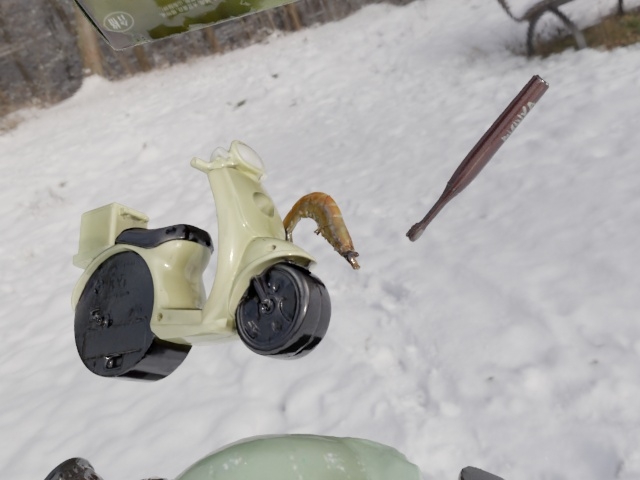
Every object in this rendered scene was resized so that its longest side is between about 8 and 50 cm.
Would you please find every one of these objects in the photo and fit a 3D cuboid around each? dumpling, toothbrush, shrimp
[{"bbox_3d":[-0.043,0.347,0.803,0.320,0.270,0.212,-47,-14,27],"label":"dumpling"},{"bbox_3d":[0.273,-0.138,1.260,0.364,0.041,0.041,-52,6,15],"label":"toothbrush"},{"bbox_3d":[0.000,0.000,0.857,0.091,0.127,0.025,-45,-32,10],"label":"shrimp"}]

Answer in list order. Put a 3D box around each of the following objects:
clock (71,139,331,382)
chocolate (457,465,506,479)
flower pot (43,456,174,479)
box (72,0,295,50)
[{"bbox_3d":[-0.161,0.032,0.874,0.379,0.276,0.120,-17,-24,29],"label":"clock"},{"bbox_3d":[0.270,0.489,0.934,0.340,0.225,0.210,40,105,50],"label":"chocolate"},{"bbox_3d":[-0.323,0.486,1.147,0.267,0.267,0.266,19,27,13],"label":"flower pot"},{"bbox_3d":[-0.135,-0.497,1.061,0.420,0.138,0.373,-10,54,19],"label":"box"}]
